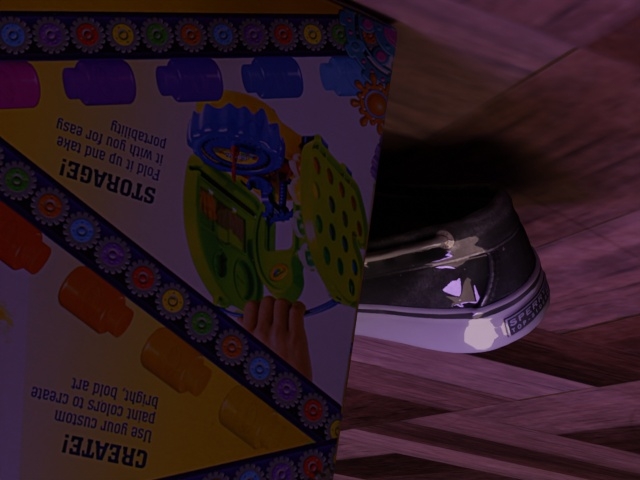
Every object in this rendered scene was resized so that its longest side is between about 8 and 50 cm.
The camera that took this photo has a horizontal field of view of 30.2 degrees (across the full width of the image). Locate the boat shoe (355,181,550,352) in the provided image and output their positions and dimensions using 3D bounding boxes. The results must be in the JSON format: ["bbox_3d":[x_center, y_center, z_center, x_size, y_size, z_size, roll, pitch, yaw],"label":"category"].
[{"bbox_3d":[0.000,0.000,0.552,0.219,0.078,0.070,0,127,37],"label":"boat shoe"}]

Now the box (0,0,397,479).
[{"bbox_3d":[-0.140,0.058,0.440,0.177,0.279,0.290,19,161,-28],"label":"box"}]
